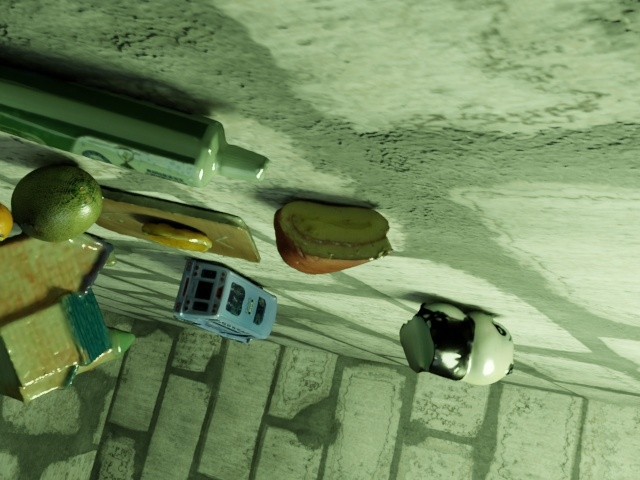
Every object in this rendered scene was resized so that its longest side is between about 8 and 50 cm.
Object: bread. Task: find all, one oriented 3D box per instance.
[{"bbox_3d":[0.000,0.001,0.878,0.119,0.067,0.192,16,167,-12],"label":"bread"},{"bbox_3d":[-0.213,-0.004,1.098,0.110,0.024,0.110,12,168,3],"label":"bread"}]

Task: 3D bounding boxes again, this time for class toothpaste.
[{"bbox_3d":[-0.234,-0.113,0.643,0.392,0.061,0.099,16,168,1],"label":"toothpaste"}]

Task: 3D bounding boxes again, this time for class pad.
[{"bbox_3d":[-0.238,-0.021,1.141,0.284,0.018,0.286,12,167,2],"label":"pad"}]

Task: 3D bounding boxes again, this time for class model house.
[{"bbox_3d":[-0.531,0.122,1.462,0.280,0.312,0.245,-25,-169,-38],"label":"model house"}]

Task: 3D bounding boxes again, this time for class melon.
[{"bbox_3d":[-0.332,-0.048,0.939,0.099,0.099,0.162,22,162,-37],"label":"melon"}]

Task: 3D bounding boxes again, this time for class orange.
[{"bbox_3d":[-0.587,-0.033,1.309,0.083,0.083,0.083,12,168,3],"label":"orange"}]

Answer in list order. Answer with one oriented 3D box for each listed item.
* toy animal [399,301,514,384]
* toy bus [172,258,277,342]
[{"bbox_3d":[0.246,0.179,1.303,0.179,0.138,0.166,7,-171,-11],"label":"toy animal"},{"bbox_3d":[-0.182,0.136,1.540,0.133,0.125,0.292,7,165,23],"label":"toy bus"}]
